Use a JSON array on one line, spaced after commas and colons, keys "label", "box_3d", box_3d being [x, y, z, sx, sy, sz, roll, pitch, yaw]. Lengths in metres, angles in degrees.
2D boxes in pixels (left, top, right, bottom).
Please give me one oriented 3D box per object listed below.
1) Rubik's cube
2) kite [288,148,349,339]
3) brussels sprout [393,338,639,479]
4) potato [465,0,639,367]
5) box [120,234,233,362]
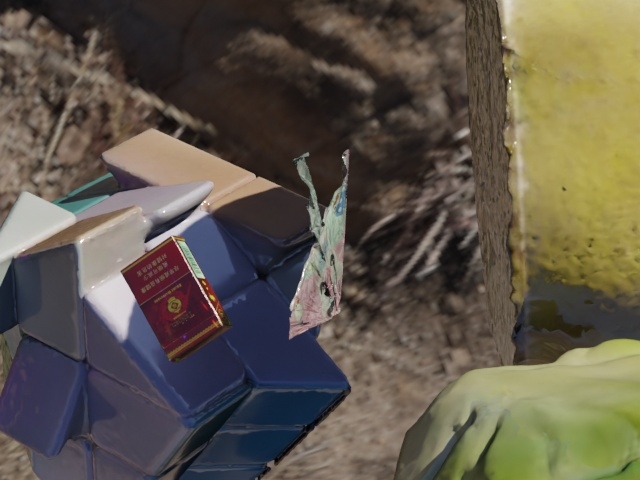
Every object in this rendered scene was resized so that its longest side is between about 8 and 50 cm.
[{"label": "Rubik's cube", "box_3d": [-0.175, 0.094, 1.669, 0.368, 0.387, 0.358, 50, 45, 9]}, {"label": "kite", "box_3d": [0.000, 0.000, 0.963, 0.011, 0.156, 0.139, 6, 53, 15]}, {"label": "brussels sprout", "box_3d": [0.192, 0.208, 0.880, 0.344, 0.344, 0.268, -6, 116, -26]}, {"label": "potato", "box_3d": [0.290, -0.070, 1.409, 0.320, 0.385, 0.442, -2, 63, 4]}, {"label": "box", "box_3d": [-0.108, 0.044, 1.234, 0.051, 0.023, 0.082, -35, 75, 15]}]
